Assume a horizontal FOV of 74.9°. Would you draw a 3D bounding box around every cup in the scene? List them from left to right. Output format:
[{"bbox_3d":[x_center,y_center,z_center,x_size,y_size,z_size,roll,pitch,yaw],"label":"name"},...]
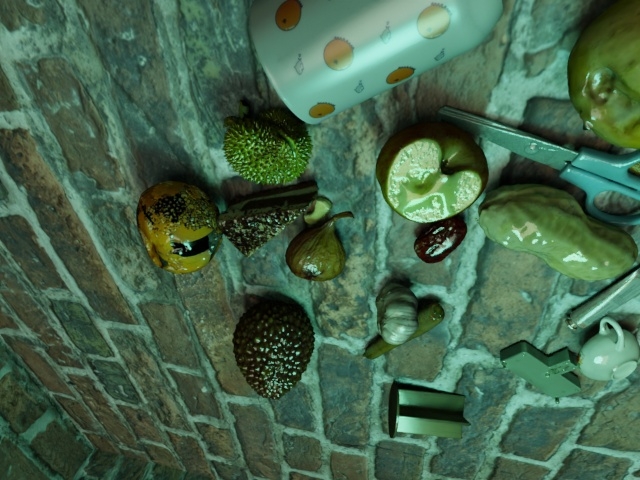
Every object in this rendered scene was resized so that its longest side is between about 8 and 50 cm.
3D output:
[{"bbox_3d":[0.085,-0.332,0.619,0.318,0.212,0.212,-16,122,27],"label":"cup"}]

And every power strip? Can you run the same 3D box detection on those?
[{"bbox_3d":[0.608,0.342,1.110,0.216,0.061,0.145,32,132,-11],"label":"power strip"}]

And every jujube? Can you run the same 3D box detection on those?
[{"bbox_3d":[0.268,-0.002,0.928,0.077,0.077,0.129,38,120,-14],"label":"jujube"}]

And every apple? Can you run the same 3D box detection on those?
[{"bbox_3d":[0.204,-0.132,0.779,0.195,0.160,0.173,30,135,-10],"label":"apple"}]

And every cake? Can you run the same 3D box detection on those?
[{"bbox_3d":[-0.102,-0.044,0.987,0.246,0.112,0.135,-9,128,20],"label":"cake"}]

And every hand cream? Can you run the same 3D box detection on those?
[{"bbox_3d":[0.649,0.136,0.943,0.067,0.043,0.209,27,127,-14],"label":"hand cream"}]

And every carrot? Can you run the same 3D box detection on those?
[{"bbox_3d":[0.220,0.262,1.168,0.070,0.070,0.342,32,136,-9],"label":"carrot"}]

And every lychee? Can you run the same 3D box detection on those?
[{"bbox_3d":[-0.135,0.316,1.196,0.272,0.271,0.271,9,130,11],"label":"lychee"}]

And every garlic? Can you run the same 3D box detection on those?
[{"bbox_3d":[0.197,0.184,1.055,0.102,0.159,0.147,6,119,-8],"label":"garlic"}]

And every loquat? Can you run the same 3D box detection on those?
[{"bbox_3d":[0.479,-0.240,0.572,0.244,0.243,0.243,9,130,11],"label":"loquat"}]

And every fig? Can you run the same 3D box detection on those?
[{"bbox_3d":[0.000,0.000,0.984,0.133,0.146,0.201,47,133,37],"label":"fig"}]

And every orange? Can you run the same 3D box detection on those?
[{"bbox_3d":[-0.343,-0.034,1.010,0.234,0.182,0.234,36,147,28],"label":"orange"}]

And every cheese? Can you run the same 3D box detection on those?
[{"bbox_3d":[-0.009,-0.067,0.988,0.044,0.030,0.083,37,132,-10],"label":"cheese"}]

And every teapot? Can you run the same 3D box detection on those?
[{"bbox_3d":[0.686,0.268,0.990,0.145,0.092,0.226,-22,127,-6],"label":"teapot"}]

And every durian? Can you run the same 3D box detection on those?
[{"bbox_3d":[-0.115,-0.182,0.841,0.199,0.159,0.145,11,131,11],"label":"durian"}]

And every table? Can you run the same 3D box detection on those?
[{"bbox_3d":[0.339,0.546,1.317,0.227,0.167,0.167,5,130,2],"label":"table"}]

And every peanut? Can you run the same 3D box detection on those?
[{"bbox_3d":[0.461,-0.014,0.813,0.314,0.149,0.149,29,131,-6],"label":"peanut"}]

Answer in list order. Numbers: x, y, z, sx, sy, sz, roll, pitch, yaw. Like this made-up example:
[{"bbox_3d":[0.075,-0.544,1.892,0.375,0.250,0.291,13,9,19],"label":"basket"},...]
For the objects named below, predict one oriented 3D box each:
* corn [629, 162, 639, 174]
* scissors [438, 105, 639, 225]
[{"bbox_3d":[0.583,-0.129,0.749,0.083,0.027,0.028,25,152,-3],"label":"corn"},{"bbox_3d":[0.426,-0.156,0.764,0.448,0.029,0.192,23,147,4],"label":"scissors"}]
